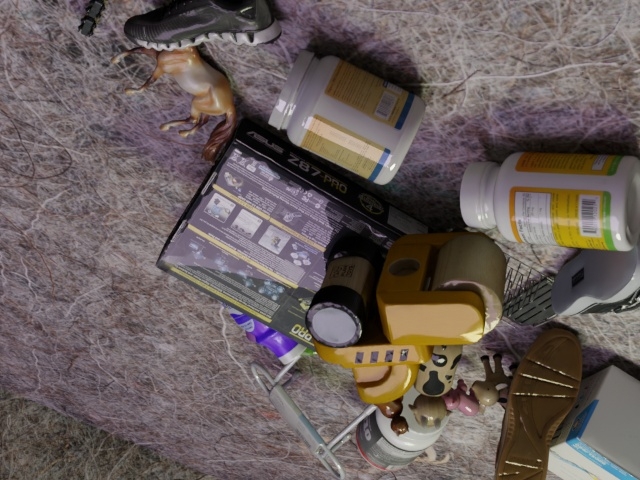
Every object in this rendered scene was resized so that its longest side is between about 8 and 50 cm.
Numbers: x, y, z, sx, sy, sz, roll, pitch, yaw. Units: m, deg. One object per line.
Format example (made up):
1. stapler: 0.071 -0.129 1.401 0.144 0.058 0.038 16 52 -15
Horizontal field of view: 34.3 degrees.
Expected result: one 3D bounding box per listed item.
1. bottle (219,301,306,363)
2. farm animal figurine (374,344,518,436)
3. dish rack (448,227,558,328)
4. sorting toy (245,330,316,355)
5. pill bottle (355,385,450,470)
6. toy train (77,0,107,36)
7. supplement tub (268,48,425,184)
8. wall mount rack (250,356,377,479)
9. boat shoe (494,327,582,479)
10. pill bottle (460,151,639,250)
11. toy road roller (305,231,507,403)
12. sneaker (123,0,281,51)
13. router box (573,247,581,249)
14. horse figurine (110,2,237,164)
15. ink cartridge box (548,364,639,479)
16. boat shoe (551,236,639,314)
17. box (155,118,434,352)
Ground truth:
1. bottle: -0.138 0.124 2.091 0.283 0.092 0.118 51 150 -8
2. farm animal figurine: 0.242 0.275 2.021 0.330 0.172 0.327 -11 127 5
3. dish rack: 0.299 0.087 1.847 0.271 0.074 0.208 29 151 -9
4. sorting toy: -0.007 0.163 2.188 0.365 0.127 0.126 5 122 27
5. pill bottle: 0.189 0.418 2.375 0.161 0.161 0.283 24 150 -1
6. toy train: -0.348 -0.367 1.612 0.027 0.036 0.158 23 150 -17
7. supplement tub: 0.038 -0.184 1.521 0.199 0.144 0.144 26 151 -3
8. wall mount rack: -0.009 0.374 2.411 0.350 0.130 0.304 49 157 13
9. boat shoe: 0.402 0.326 1.968 0.123 0.342 0.123 13 -176 -1
10. pill bottle: 0.337 -0.061 1.515 0.245 0.136 0.136 5 146 30
11. toy road roller: 0.146 0.133 1.695 0.329 0.202 0.240 -5 121 18
12. sneaker: -0.176 -0.334 1.489 0.234 0.078 0.106 0 132 12
13. router box: 0.356 -0.034 1.644 0.122 0.038 0.092 8 148 25
14. horse figurine: -0.217 -0.249 1.664 0.174 0.066 0.263 -24 119 32
15. ink cartridge box: 0.547 0.375 1.999 0.168 0.171 0.233 33 157 1
16. boat shoe: 0.467 0.065 1.636 0.105 0.113 0.306 6 159 -7
17. box: -0.047 0.013 1.830 0.395 0.097 0.318 29 122 -11
